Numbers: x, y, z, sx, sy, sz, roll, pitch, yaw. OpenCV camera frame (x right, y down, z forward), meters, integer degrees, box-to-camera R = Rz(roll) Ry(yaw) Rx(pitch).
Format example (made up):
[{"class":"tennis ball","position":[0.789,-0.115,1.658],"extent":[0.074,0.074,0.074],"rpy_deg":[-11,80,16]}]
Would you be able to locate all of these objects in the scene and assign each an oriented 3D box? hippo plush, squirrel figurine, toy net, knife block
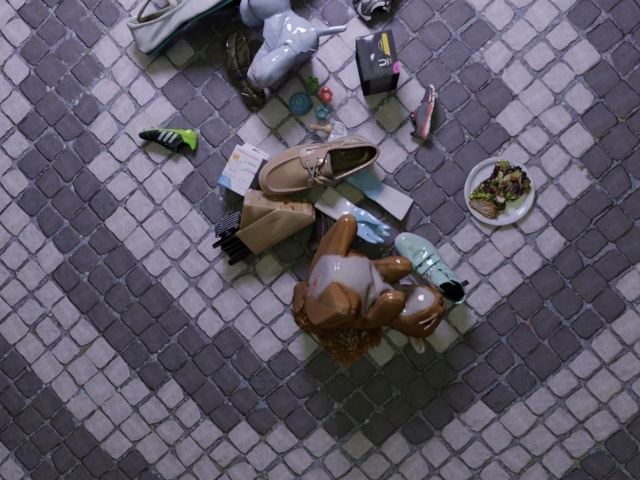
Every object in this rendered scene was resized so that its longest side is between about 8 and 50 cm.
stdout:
[{"class":"hippo plush","position":[-0.135,-0.564,1.246],"extent":[0.234,0.294,0.236],"rpy_deg":[-41,109,-14]},{"class":"squirrel figurine","position":[0.132,0.181,1.296],"extent":[0.370,0.281,0.397],"rpy_deg":[20,139,-22]},{"class":"toy net","position":[0.015,-0.364,1.382],"extent":[0.122,0.045,0.232],"rpy_deg":[-42,90,3]},{"class":"knife block","position":[-0.169,-0.020,1.365],"extent":[0.276,0.088,0.242],"rpy_deg":[8,125,-9]}]

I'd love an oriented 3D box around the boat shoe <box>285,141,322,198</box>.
[{"class":"boat shoe","position":[-0.059,-0.189,1.383],"extent":[0.081,0.068,0.228],"rpy_deg":[33,97,-28]}]

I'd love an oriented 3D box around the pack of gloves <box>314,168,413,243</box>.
[{"class":"pack of gloves","position":[0.132,-0.114,1.342],"extent":[0.232,0.046,0.195],"rpy_deg":[34,70,3]}]

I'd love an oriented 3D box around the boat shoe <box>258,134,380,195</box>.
[{"class":"boat shoe","position":[-0.004,-0.210,1.290],"extent":[0.341,0.110,0.121],"rpy_deg":[-23,113,-10]}]

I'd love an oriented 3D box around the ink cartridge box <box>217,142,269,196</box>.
[{"class":"ink cartridge box","position":[-0.221,-0.211,1.382],"extent":[0.092,0.090,0.143],"rpy_deg":[28,95,3]}]

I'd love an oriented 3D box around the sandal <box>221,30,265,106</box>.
[{"class":"sandal","position":[-0.223,-0.505,1.392],"extent":[0.090,0.060,0.219],"rpy_deg":[-24,104,11]}]

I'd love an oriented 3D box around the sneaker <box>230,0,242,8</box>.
[{"class":"sneaker","position":[-0.131,-0.737,1.353],"extent":[0.283,0.124,0.107],"rpy_deg":[-15,80,30]}]

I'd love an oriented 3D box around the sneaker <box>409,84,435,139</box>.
[{"class":"sneaker","position":[0.291,-0.372,1.350],"extent":[0.065,0.061,0.158],"rpy_deg":[10,92,11]}]

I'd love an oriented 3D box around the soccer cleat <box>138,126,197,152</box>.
[{"class":"soccer cleat","position":[-0.461,-0.302,1.415],"extent":[0.179,0.060,0.072],"rpy_deg":[1,94,2]}]

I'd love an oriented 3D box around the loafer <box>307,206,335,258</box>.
[{"class":"loafer","position":[0.000,0.000,1.368],"extent":[0.078,0.080,0.220],"rpy_deg":[-5,92,-12]}]

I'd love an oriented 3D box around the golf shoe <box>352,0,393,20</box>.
[{"class":"golf shoe","position":[0.192,-0.709,1.344],"extent":[0.198,0.077,0.094],"rpy_deg":[-30,100,12]}]

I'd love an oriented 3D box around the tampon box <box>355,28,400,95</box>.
[{"class":"tampon box","position":[0.157,-0.489,1.304],"extent":[0.101,0.161,0.120],"rpy_deg":[-11,92,5]}]

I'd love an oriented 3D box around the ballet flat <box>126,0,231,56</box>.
[{"class":"ballet flat","position":[-0.389,-0.656,1.301],"extent":[0.400,0.139,0.139],"rpy_deg":[-19,91,26]}]

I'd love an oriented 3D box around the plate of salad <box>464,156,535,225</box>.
[{"class":"plate of salad","position":[0.516,-0.142,1.345],"extent":[0.200,0.048,0.200],"rpy_deg":[0,92,5]}]

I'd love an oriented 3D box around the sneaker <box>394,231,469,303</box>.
[{"class":"sneaker","position":[0.315,0.074,1.318],"extent":[0.256,0.151,0.094],"rpy_deg":[44,96,3]}]
